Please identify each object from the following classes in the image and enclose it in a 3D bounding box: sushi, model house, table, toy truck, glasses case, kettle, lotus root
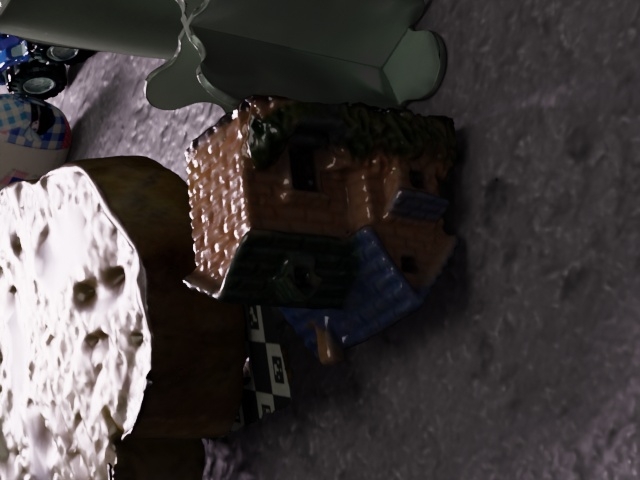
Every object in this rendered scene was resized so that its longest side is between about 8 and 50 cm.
[{"bbox_3d":[-0.068,0.074,1.372,0.279,0.043,0.192,137,122,-64],"label":"sushi"},{"bbox_3d":[0.000,0.000,1.186,0.166,0.183,0.172,-30,58,52],"label":"model house"},{"bbox_3d":[-0.028,-0.153,1.241,0.166,0.198,0.166,-15,72,53],"label":"table"},{"bbox_3d":[-0.321,-0.258,1.760,0.208,0.126,0.113,-40,52,44],"label":"toy truck"},{"bbox_3d":[-0.397,-0.040,1.830,0.327,0.125,0.076,-56,33,34],"label":"glasses case"},{"bbox_3d":[-0.206,-0.248,1.472,0.240,0.255,0.165,-30,62,47],"label":"kettle"},{"bbox_3d":[-0.210,0.093,1.418,0.375,0.111,0.390,57,136,30],"label":"lotus root"}]
